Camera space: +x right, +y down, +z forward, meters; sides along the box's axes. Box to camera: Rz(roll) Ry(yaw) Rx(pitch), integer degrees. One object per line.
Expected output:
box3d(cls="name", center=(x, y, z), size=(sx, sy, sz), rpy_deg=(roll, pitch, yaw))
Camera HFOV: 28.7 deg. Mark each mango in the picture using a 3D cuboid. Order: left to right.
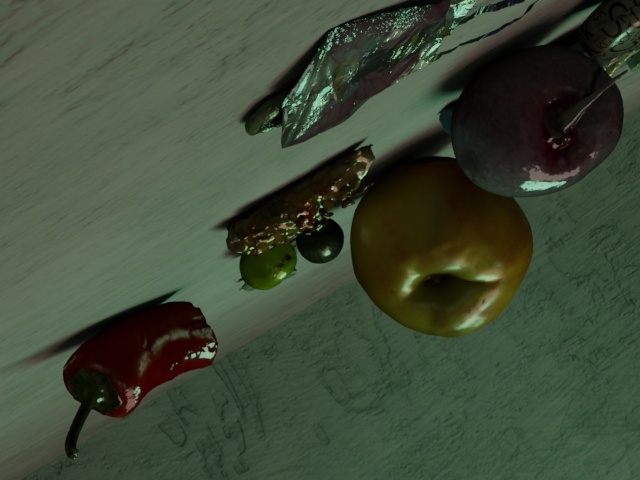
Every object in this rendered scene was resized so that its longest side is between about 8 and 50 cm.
box3d(cls="mango", center=(-0.085, 0.031, 1.889), size=(0.091, 0.074, 0.165), rpy_deg=(-35, -172, -15))

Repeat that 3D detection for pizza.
box3d(cls="pizza", center=(-0.020, -0.039, 1.643), size=(0.226, 0.069, 0.147), rpy_deg=(-30, 172, -3))

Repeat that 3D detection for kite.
box3d(cls="kite", center=(0.110, -0.194, 1.168), size=(0.360, 0.022, 0.204), rpy_deg=(-30, 166, -24))

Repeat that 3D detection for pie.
box3d(cls="pie", center=(-0.032, -0.122, 1.150), size=(0.085, 0.017, 0.085), rpy_deg=(-30, 174, -3))

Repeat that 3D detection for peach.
box3d(cls="peach", center=(0.183, -0.003, 1.983), size=(0.289, 0.289, 0.308), rpy_deg=(-33, -158, 22))

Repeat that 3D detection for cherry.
box3d(cls="cherry", center=(0.267, -0.148, 1.571), size=(0.213, 0.183, 0.266), rpy_deg=(-16, -179, -10))

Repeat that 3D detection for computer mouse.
box3d(cls="computer mouse", center=(-0.098, 0.063, 2.256), size=(0.110, 0.032, 0.056), rpy_deg=(-19, 171, -11))

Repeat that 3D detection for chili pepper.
box3d(cls="chili pepper", center=(-0.304, 0.190, 1.841), size=(0.135, 0.131, 0.338), rpy_deg=(-4, -165, 36))

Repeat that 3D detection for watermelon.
box3d(cls="watermelon", center=(0.000, 0.000, 2.011), size=(0.078, 0.078, 0.110), rpy_deg=(-30, 175, -1))

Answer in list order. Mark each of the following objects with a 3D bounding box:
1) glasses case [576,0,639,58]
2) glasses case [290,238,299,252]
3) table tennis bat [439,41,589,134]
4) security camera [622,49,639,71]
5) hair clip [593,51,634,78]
box3d(cls="glasses case", center=(0.474, -0.322, 1.608), size=(0.355, 0.085, 0.137), rpy_deg=(-27, 172, -31))
box3d(cls="glasses case", center=(-0.050, 0.015, 2.140), size=(0.083, 0.021, 0.032), rpy_deg=(-33, 173, 25))
box3d(cls="table tennis bat", center=(0.308, -0.232, 1.771), size=(0.329, 0.044, 0.215), rpy_deg=(-29, 179, -22))
box3d(cls="security camera", center=(0.603, -0.342, 2.135), size=(0.302, 0.080, 0.157), rpy_deg=(-27, 174, -1))
box3d(cls="hair clip", center=(0.456, -0.278, 1.989), size=(0.146, 0.075, 0.257), rpy_deg=(-29, 168, -37))
